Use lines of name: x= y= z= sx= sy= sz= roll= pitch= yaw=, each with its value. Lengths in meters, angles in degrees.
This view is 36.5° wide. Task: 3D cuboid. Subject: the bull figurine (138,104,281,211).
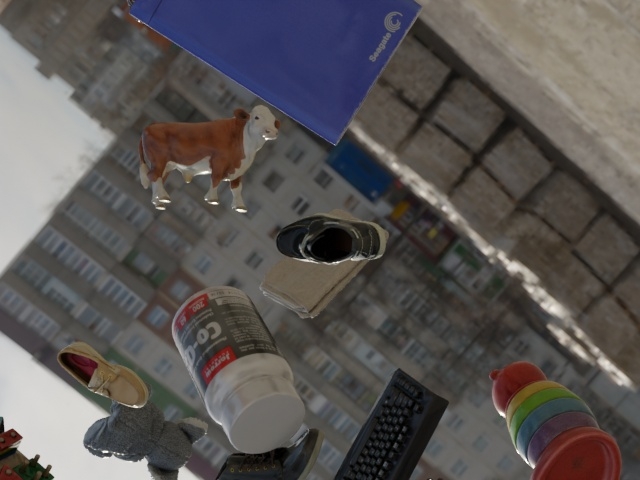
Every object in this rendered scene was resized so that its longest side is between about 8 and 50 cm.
bull figurine: x=-0.209 y=-0.155 z=1.823 sx=0.310 sy=0.189 sz=0.101 roll=1 pitch=169 yaw=28

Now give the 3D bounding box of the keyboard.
keyboard: x=0.078 y=0.342 z=1.303 sx=0.033 sy=0.317 sz=0.201 roll=27 pitch=-179 yaw=-35

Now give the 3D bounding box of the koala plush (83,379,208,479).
koala plush: x=-0.373 y=0.433 z=2.130 sx=0.221 sy=0.196 sz=0.203 roll=36 pitch=166 yaw=-17

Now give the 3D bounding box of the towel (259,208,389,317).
towel: x=0.008 y=0.050 z=2.206 sx=0.187 sy=0.282 sz=0.049 roll=27 pitch=154 yaw=45

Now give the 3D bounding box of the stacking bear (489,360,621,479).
stacking bear: x=0.414 y=0.334 z=1.810 sx=0.175 sy=0.164 sz=0.289 roll=-1 pitch=-153 yaw=-17

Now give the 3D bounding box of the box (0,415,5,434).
box: x=-0.568 y=0.400 z=1.562 sx=0.060 sy=0.101 sz=0.244 roll=4 pitch=-148 yaw=-3

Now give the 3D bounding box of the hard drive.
hard drive: x=-0.058 y=-0.297 z=1.260 sx=0.318 sy=0.210 sz=0.040 roll=32 pitch=-173 yaw=-1

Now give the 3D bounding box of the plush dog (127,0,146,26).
plush dog: x=-0.176 y=-0.386 z=1.436 sx=0.262 sy=0.225 sz=0.211 roll=-89 pitch=-1 yaw=-47

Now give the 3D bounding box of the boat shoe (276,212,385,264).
boat shoe: x=0.000 y=0.000 z=1.649 sx=0.233 sy=0.084 sz=0.079 roll=1 pitch=-168 yaw=45

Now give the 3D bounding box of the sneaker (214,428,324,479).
sneaker: x=-0.091 y=0.387 z=1.681 sx=0.118 sy=0.222 sz=0.083 roll=35 pitch=-156 yaw=-6

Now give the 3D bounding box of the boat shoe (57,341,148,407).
boat shoe: x=-0.362 y=0.227 z=1.598 sx=0.170 sy=0.063 sz=0.059 roll=27 pitch=-167 yaw=17

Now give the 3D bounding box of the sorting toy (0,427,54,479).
sorting toy: x=-0.442 y=0.331 z=1.369 sx=0.274 sy=0.046 sz=0.132 roll=37 pitch=-159 yaw=14

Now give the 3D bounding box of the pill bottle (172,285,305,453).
pill bottle: x=-0.144 y=0.222 z=1.696 sx=0.161 sy=0.161 sz=0.283 roll=38 pitch=-169 yaw=-42
